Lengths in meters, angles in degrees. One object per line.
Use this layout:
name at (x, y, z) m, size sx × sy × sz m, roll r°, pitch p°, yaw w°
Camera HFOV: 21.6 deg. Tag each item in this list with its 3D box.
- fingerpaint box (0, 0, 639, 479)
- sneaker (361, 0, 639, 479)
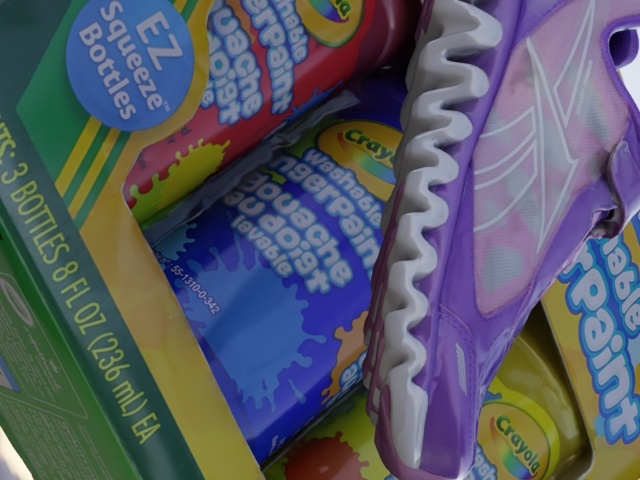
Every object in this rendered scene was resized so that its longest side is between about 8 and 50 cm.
fingerpaint box at (0.000, 0.000, 0.908) m, size 0.163 × 0.371 × 0.445 m, roll 10°, pitch -50°, yaw 52°
sneaker at (0.078, -0.017, 0.651) m, size 0.095 × 0.104 × 0.236 m, roll 110°, pitch -7°, yaw -68°
